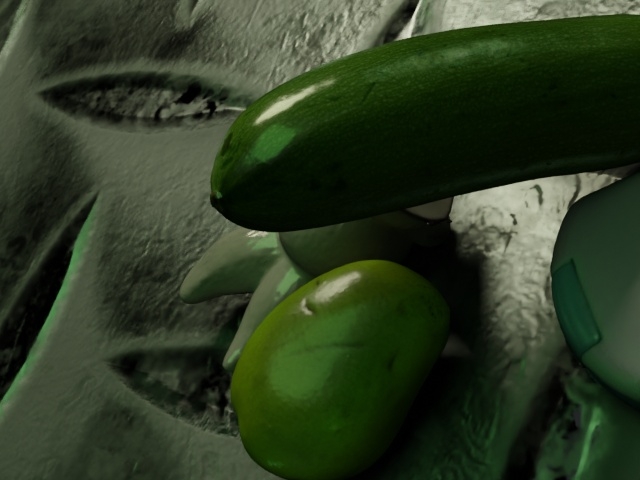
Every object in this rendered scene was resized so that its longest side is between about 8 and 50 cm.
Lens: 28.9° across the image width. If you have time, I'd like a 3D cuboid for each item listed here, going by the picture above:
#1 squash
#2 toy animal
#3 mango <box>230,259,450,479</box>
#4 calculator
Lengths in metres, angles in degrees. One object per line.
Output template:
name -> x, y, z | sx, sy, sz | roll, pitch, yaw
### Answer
squash -> 0.113, -0.084, 0.787 | 0.395, 0.107, 0.107 | -12, 46, -17
toy animal -> 0.002, 0.000, 0.918 | 0.221, 0.131, 0.103 | -41, 77, 35
mango -> 0.009, 0.085, 0.830 | 0.117, 0.089, 0.163 | 29, 84, 15
calculator -> 0.282, -0.003, 0.759 | 0.293, 0.051, 0.173 | -25, 49, 15
